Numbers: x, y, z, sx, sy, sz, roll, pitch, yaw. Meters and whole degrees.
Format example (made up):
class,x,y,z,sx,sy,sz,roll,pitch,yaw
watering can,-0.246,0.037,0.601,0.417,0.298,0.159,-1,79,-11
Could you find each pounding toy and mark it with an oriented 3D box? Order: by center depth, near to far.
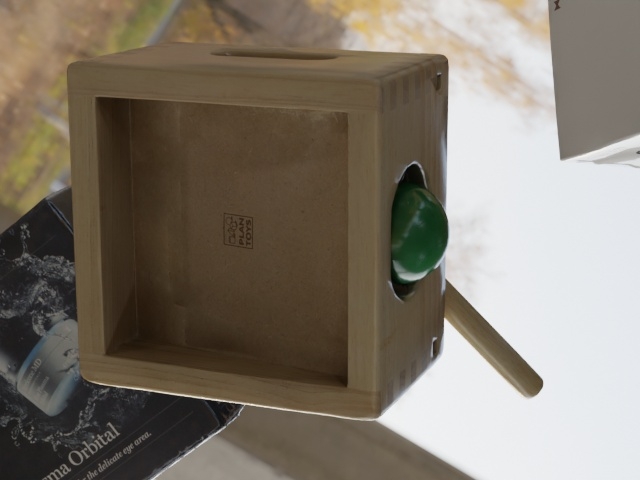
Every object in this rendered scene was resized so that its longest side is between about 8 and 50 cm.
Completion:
class,x,y,z,sx,sy,sz,roll,pitch,yaw
pounding toy,0.000,0.000,0.518,0.100,0.141,0.130,-31,124,-64

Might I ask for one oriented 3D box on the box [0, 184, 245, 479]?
class,x,y,z,sx,sy,sz,roll,pitch,yaw
box,-0.146,0.073,0.845,0.156,0.158,0.093,-37,-178,17

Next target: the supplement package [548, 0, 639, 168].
class,x,y,z,sx,sy,sz,roll,pitch,yaw
supplement package,0.322,-0.145,1.178,0.194,0.203,0.149,-20,-110,59
